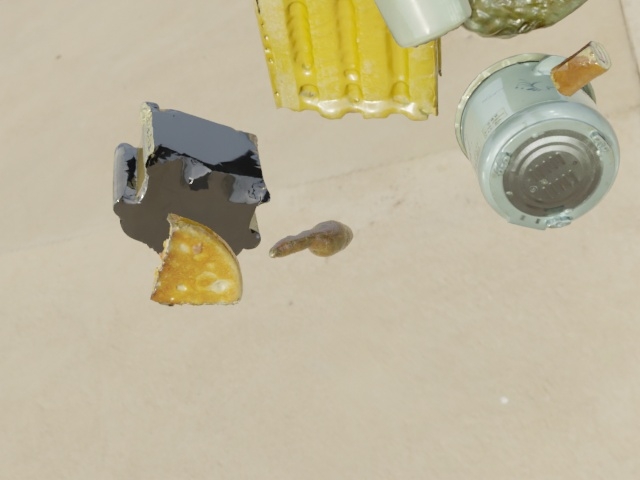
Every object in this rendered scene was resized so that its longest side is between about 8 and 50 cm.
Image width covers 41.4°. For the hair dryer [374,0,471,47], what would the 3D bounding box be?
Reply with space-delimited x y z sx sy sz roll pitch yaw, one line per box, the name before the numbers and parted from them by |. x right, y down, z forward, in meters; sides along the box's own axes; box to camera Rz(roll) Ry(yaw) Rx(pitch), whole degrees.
hair dryer | -0.025 -0.237 0.601 0.298 0.296 0.119 -43 2 32

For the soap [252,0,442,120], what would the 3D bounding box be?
soap | 0.050 -0.361 1.387 0.293 0.335 0.156 3 53 14

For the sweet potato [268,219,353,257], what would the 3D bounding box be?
sweet potato | 0.000 0.000 1.741 0.075 0.075 0.269 9 14 39

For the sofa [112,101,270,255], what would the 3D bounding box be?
sofa | -0.228 -0.093 1.461 0.182 0.258 0.200 -59 29 32

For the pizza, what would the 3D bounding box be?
pizza | -0.177 0.042 1.163 0.131 0.178 0.041 -42 37 12

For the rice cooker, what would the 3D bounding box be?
rice cooker | 0.385 -0.181 1.524 0.264 0.316 0.316 9 42 -9

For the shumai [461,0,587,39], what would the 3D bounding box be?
shumai | 0.356 -0.579 1.566 0.397 0.324 0.323 -53 17 16

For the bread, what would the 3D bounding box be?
bread | 0.341 -0.226 1.117 0.036 0.047 0.083 -17 -10 -29
